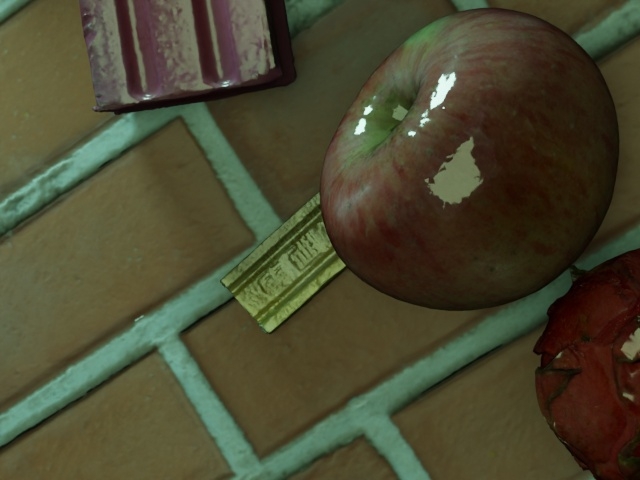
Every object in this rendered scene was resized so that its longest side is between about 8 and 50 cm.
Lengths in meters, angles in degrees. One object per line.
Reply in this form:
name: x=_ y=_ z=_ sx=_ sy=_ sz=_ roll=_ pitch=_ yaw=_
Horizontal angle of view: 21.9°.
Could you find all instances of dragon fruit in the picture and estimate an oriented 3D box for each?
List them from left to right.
dragon fruit: x=0.382 y=0.151 z=1.772 sx=0.301 sy=0.295 sz=0.296 roll=8 pitch=96 yaw=27

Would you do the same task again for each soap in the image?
soap: x=-0.174 y=-0.342 z=1.942 sx=0.233 sy=0.128 sz=0.360 roll=-9 pitch=92 yaw=11
soap: x=0.000 y=0.000 z=1.973 sx=0.252 sy=0.037 sz=0.092 roll=-41 pitch=86 yaw=11

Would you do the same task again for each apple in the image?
apple: x=0.170 y=-0.078 z=1.796 sx=0.269 sy=0.345 sz=0.345 roll=33 pitch=102 yaw=-25
